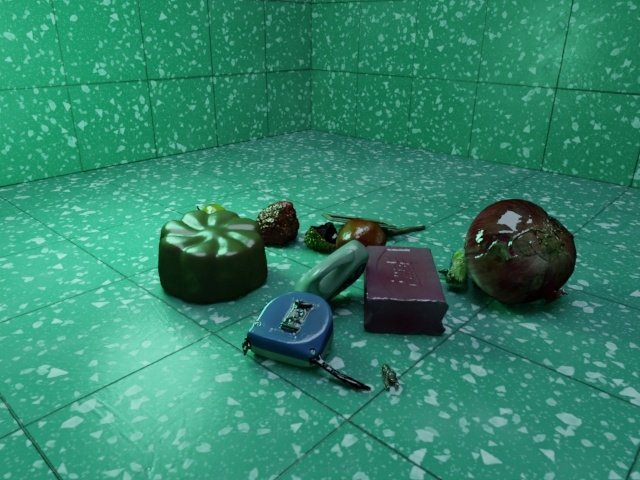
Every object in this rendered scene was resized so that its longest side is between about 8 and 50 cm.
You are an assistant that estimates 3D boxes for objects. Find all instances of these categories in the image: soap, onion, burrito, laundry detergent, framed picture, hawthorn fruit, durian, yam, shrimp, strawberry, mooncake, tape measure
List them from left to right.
[{"bbox_3d":[-0.364,0.041,1.681,0.378,0.201,0.378,2,26,-1],"label":"mooncake"},{"bbox_3d":[-0.168,-0.079,1.999,0.186,0.201,0.184,16,39,-10],"label":"strawberry"},{"bbox_3d":[-0.007,0.250,1.300,0.351,0.098,0.215,13,43,19],"label":"tape measure"},{"bbox_3d":[-0.003,0.001,1.965,0.108,0.119,0.186,-31,-6,28],"label":"durian"},{"bbox_3d":[0.010,0.123,1.500,0.280,0.215,0.105,-29,70,-36],"label":"laundry detergent"},{"bbox_3d":[0.162,-0.085,2.110,0.293,0.018,0.231,7,8,-10],"label":"framed picture"},{"bbox_3d":[0.140,0.020,1.801,0.179,0.179,0.200,9,37,19],"label":"hawthorn fruit"},{"bbox_3d":[0.174,0.339,1.223,0.038,0.029,0.092,8,28,-4],"label":"shrimp"},{"bbox_3d":[0.252,0.146,1.555,0.232,0.128,0.359,3,24,3],"label":"soap"},{"bbox_3d":[0.354,-0.045,2.128,0.234,0.027,0.029,-10,60,-25],"label":"yam"},{"bbox_3d":[0.474,0.094,1.751,0.104,0.054,0.288,-21,11,25],"label":"burrito"},{"bbox_3d":[0.633,0.043,1.575,0.353,0.354,0.354,0,23,0],"label":"onion"}]

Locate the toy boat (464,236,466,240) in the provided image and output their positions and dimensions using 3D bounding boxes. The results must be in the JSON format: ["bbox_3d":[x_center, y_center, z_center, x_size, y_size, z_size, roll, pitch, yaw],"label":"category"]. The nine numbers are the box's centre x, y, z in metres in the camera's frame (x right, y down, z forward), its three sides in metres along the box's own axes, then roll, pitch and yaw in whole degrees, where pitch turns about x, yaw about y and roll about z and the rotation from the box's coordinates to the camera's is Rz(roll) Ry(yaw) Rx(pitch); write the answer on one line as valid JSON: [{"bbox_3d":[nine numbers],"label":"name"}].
[{"bbox_3d":[0.622,0.050,1.834,0.089,0.088,0.229,-13,26,-32],"label":"toy boat"}]

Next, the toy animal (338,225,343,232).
[{"bbox_3d":[0.128,-0.015,2.003,0.071,0.085,0.124,8,23,-30],"label":"toy animal"}]

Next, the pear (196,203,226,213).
[{"bbox_3d":[-0.429,-0.056,1.959,0.266,0.178,0.267,4,25,-2],"label":"pear"}]
